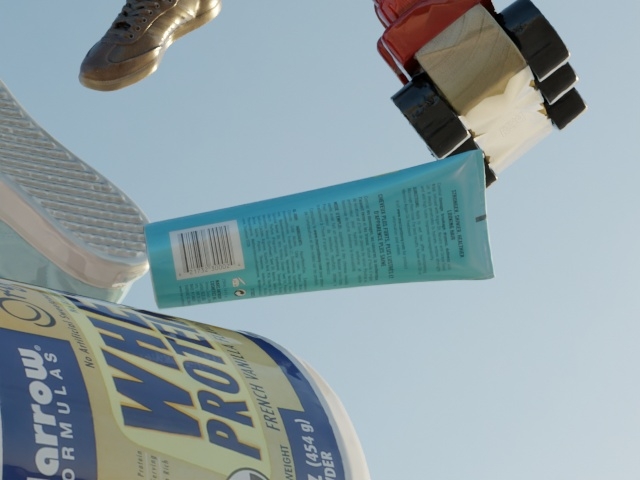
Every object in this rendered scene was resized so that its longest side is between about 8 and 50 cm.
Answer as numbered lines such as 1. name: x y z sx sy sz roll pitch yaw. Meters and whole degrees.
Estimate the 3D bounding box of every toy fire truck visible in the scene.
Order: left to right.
1. toy fire truck: 0.057 -0.159 1.224 0.158 0.246 0.217 -38 -17 5

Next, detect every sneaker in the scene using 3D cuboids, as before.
1. sneaker: -0.318 -0.052 1.439 0.150 0.366 0.135 -53 -12 33
2. sneaker: -0.163 -0.207 1.510 0.066 0.188 0.071 13 -49 30

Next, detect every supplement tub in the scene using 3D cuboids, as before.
1. supplement tub: -0.154 0.131 0.756 0.316 0.228 0.228 16 -44 -42

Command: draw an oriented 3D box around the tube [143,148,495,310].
1. tube: 0.000 0.000 0.982 0.207 0.052 0.080 -9 -71 -3
